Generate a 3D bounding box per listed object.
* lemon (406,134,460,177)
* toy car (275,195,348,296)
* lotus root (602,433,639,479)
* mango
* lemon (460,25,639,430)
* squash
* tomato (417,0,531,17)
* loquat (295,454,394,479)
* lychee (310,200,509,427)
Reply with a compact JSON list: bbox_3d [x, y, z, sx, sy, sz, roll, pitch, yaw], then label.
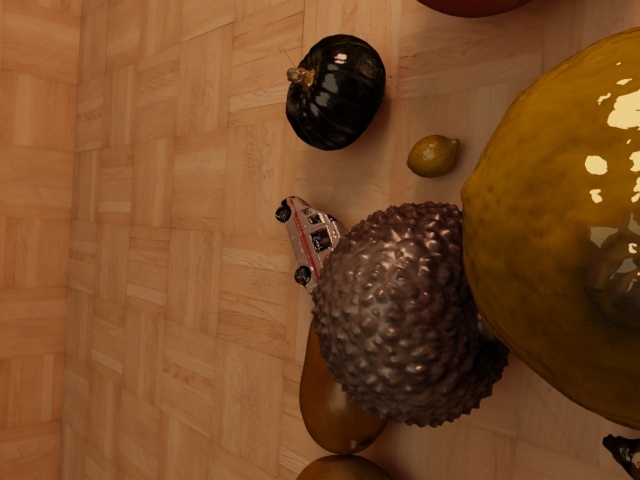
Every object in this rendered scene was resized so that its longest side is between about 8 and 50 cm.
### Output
[{"bbox_3d":[0.173,-0.130,0.814,0.092,0.065,0.065,-23,72,37],"label":"lemon"},{"bbox_3d":[0.000,0.000,0.964,0.108,0.089,0.209,-29,64,19],"label":"toy car"},{"bbox_3d":[0.402,0.237,0.528,0.221,0.118,0.125,-13,47,47],"label":"lotus root"},{"bbox_3d":[0.044,0.219,0.878,0.175,0.139,0.254,-7,77,47],"label":"mango"},{"bbox_3d":[0.294,-0.006,0.471,0.350,0.387,0.349,12,114,29],"label":"lemon"},{"bbox_3d":[0.023,-0.252,0.910,0.193,0.156,0.193,-16,58,27],"label":"squash"},{"bbox_3d":[0.201,-0.435,0.646,0.321,0.321,0.321,-2,87,46],"label":"tomato"},{"bbox_3d":[0.037,0.447,0.837,0.213,0.213,0.213,-2,87,46],"label":"loquat"},{"bbox_3d":[0.115,0.089,0.701,0.300,0.300,0.300,-2,87,46],"label":"lychee"}]
